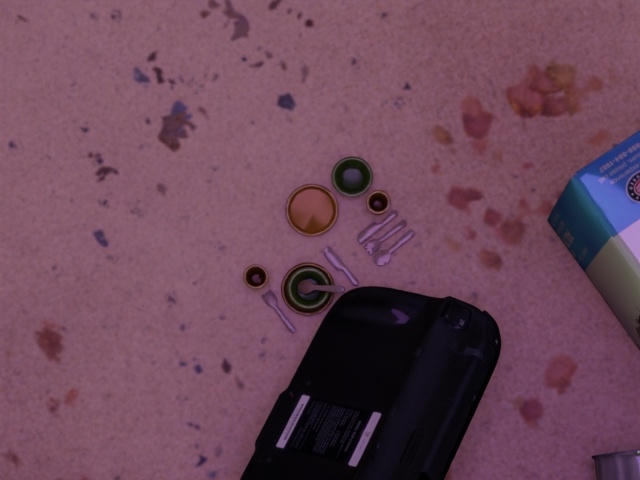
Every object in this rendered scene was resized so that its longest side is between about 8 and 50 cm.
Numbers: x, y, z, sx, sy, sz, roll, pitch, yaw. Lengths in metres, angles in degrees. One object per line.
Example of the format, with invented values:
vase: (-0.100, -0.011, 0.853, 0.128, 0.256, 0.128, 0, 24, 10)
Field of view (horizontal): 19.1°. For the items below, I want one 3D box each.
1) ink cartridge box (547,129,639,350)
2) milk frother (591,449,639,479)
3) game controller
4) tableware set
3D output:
ink cartridge box: (0.355, 0.022, 1.605, 0.198, 0.197, 0.270, -33, 81, -5)
milk frother: (0.316, 0.245, 1.630, 0.143, 0.129, 0.134, 5, 78, -42)
game controller: (0.029, 0.171, 1.594, 0.166, 0.067, 0.319, 6, 53, 34)
tableware set: (0.000, 0.000, 1.702, 0.154, 0.024, 0.104, -38, 82, -5)
